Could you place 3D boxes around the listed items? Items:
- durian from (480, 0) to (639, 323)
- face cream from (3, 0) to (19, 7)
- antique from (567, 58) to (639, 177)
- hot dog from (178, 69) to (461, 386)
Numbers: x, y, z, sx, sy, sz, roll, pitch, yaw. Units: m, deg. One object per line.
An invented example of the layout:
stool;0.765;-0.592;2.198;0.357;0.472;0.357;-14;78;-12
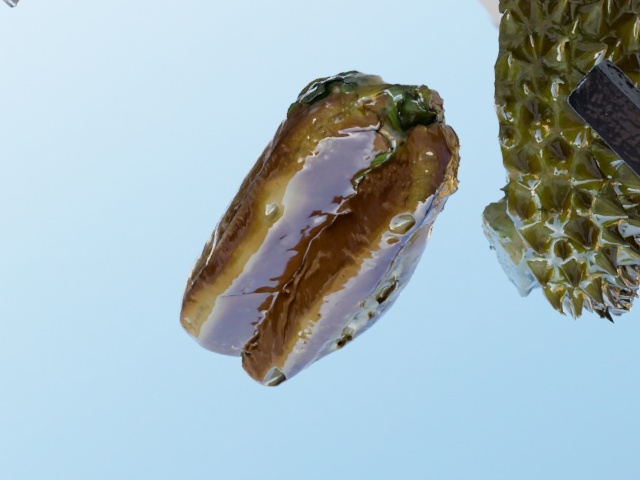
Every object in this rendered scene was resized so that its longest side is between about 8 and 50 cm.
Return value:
durian;0.179;-0.061;0.942;0.172;0.306;0.166;-27;-154;-18
face cream;-0.211;-0.278;0.981;0.058;0.092;0.244;-24;-143;41
antique;0.199;-0.013;0.678;0.015;0.192;0.031;-31;164;-43
hot dog;0.000;0.000;0.783;0.072;0.115;0.269;-49;179;-42
